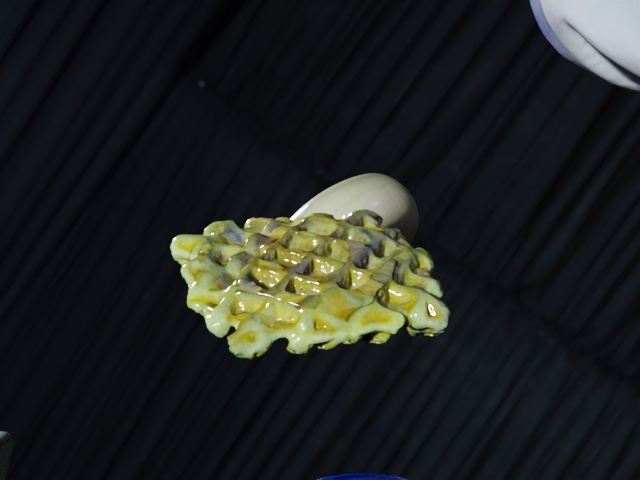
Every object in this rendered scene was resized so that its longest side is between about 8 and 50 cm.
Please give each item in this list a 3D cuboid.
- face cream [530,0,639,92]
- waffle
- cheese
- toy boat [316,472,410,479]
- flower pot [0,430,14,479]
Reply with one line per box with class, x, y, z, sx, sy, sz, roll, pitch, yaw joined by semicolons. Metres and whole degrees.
face cream;0.250;-0.190;0.670;0.137;0.234;0.420;23;160;-20
waffle;-0.008;0.025;1.159;0.224;0.054;0.204;-6;-154;-18
cheese;0.000;0.000;1.446;0.082;0.163;0.286;50;-153;19
toy boat;0.056;0.322;1.146;0.318;0.219;0.072;-109;3;-48
flower pot;-0.296;0.217;0.987;0.108;0.229;0.103;19;-150;8
